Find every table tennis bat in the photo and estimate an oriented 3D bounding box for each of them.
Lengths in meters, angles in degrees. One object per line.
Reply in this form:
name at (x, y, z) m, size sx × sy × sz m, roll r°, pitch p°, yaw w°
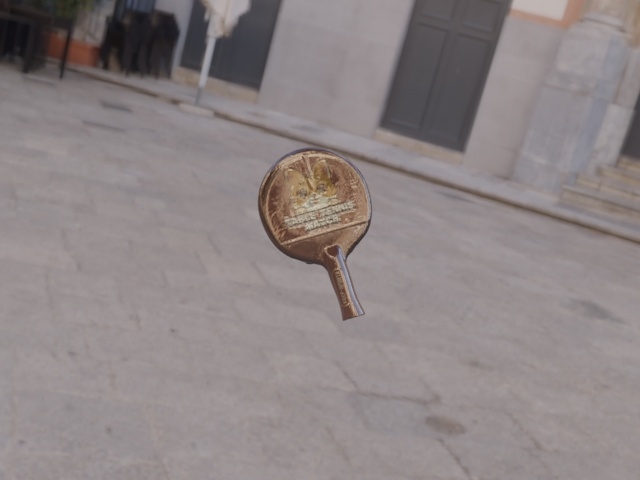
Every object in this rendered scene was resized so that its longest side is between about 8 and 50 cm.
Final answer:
table tennis bat at (0.000, 0.000, 0.923) m, size 0.107 × 0.170 × 0.119 m, roll -18°, pitch -6°, yaw -7°
